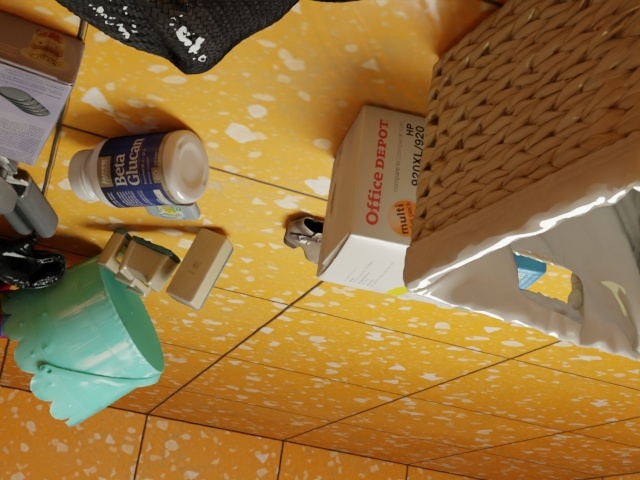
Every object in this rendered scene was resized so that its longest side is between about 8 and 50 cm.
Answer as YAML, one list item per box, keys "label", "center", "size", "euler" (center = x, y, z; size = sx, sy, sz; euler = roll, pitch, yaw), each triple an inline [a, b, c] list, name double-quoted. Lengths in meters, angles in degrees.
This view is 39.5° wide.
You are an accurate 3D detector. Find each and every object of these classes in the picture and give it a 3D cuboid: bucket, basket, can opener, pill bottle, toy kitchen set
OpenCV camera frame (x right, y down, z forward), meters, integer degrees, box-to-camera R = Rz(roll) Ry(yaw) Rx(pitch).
- label: "bucket"
  center: [-0.409, 0.169, 1.575]
  size: [0.183, 0.281, 0.281]
  euler: [-26, 154, 0]
- label: "basket"
  center: [0.295, -0.068, 0.807]
  size: [0.328, 0.266, 0.331]
  euler: [17, 155, -21]
- label: "can opener"
  center: [-0.466, -0.055, 1.319]
  size: [0.076, 0.095, 0.283]
  euler: [7, 158, 4]
- label: "pill bottle"
  center: [-0.239, -0.090, 1.158]
  size: [0.169, 0.094, 0.094]
  euler: [-3, 155, 24]
- label: "toy kitchen set"
  center: [-0.246, 0.043, 1.505]
  size: [0.207, 0.122, 0.166]
  euler: [22, 163, 21]

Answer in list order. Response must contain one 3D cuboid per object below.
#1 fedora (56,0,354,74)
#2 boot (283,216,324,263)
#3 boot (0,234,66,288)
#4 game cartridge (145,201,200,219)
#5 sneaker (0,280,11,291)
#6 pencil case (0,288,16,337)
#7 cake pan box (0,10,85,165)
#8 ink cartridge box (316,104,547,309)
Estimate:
- label: "fedora"
  center: [-0.109, -0.214, 0.607]
  size: [0.334, 0.152, 0.334]
  euler: [29, 174, 3]
- label: "boot"
  center: [0.000, 0.000, 1.368]
  size: [0.118, 0.042, 0.087]
  euler: [17, 154, -22]
- label: "boot"
  center: [-0.568, 0.019, 1.485]
  size: [0.246, 0.094, 0.207]
  euler: [15, 172, -34]
- label: "game cartridge"
  center: [-0.227, -0.049, 1.359]
  size: [0.083, 0.017, 0.056]
  euler: [5, 161, 7]
- label: "sneaker"
  center: [-0.667, 0.079, 1.618]
  size: [0.112, 0.121, 0.299]
  euler: [-2, -171, 4]
- label: "pencil case"
  center: [-0.588, 0.128, 1.567]
  size: [0.104, 0.104, 0.236]
  euler: [6, 174, 4]
- label: "cake pan box"
  center: [-0.428, -0.191, 1.016]
  size: [0.267, 0.070, 0.246]
  euler: [17, 154, -21]
- label: "ink cartridge box"
  center: [0.131, -0.032, 1.072]
  size: [0.232, 0.171, 0.168]
  euler: [11, 157, -9]
